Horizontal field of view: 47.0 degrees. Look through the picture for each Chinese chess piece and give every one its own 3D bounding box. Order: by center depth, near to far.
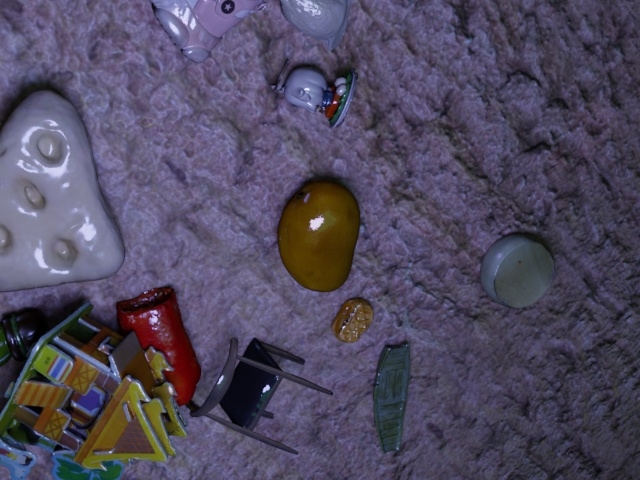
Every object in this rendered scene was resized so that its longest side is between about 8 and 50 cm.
[{"bbox_3d":[0.489,0.075,1.833,0.188,0.083,0.188,-7,111,-18],"label":"Chinese chess piece"}]

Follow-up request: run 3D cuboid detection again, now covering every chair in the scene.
[{"bbox_3d":[-0.144,0.317,1.584,0.272,0.166,0.188,28,95,-33],"label":"chair"}]

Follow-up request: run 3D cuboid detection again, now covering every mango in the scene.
[{"bbox_3d":[-0.006,-0.003,1.554,0.176,0.139,0.254,0,114,-17],"label":"mango"}]

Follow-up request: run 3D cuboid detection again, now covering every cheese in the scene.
[{"bbox_3d":[-0.546,-0.064,1.290,0.328,0.129,0.351,-16,114,-9],"label":"cheese"}]

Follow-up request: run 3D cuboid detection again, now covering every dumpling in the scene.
[{"bbox_3d":[-0.006,-0.475,1.406,0.216,0.126,0.166,26,80,-26],"label":"dumpling"}]

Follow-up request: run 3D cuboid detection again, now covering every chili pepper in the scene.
[{"bbox_3d":[-0.312,0.271,1.512,0.134,0.131,0.338,-21,114,-20],"label":"chili pepper"}]

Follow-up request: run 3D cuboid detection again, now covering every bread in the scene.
[{"bbox_3d":[0.076,0.188,1.707,0.083,0.044,0.110,34,89,-30],"label":"bread"}]

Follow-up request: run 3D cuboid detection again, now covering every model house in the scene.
[{"bbox_3d":[-0.424,0.352,1.351,0.313,0.242,0.357,33,102,-1],"label":"model house"}]

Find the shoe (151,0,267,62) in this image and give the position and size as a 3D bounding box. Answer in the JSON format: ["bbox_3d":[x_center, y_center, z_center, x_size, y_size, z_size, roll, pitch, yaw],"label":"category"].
[{"bbox_3d":[-0.242,-0.495,1.259,0.198,0.172,0.351,-33,130,1],"label":"shoe"}]

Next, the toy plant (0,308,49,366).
[{"bbox_3d":[-0.596,0.191,1.385,0.162,0.093,0.092,-17,113,-18],"label":"toy plant"}]

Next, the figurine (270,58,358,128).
[{"bbox_3d":[-0.016,-0.308,1.468,0.154,0.132,0.132,17,100,-13],"label":"figurine"}]

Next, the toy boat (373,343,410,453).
[{"bbox_3d":[0.170,0.383,1.809,0.093,0.055,0.293,-5,109,-23],"label":"toy boat"}]
